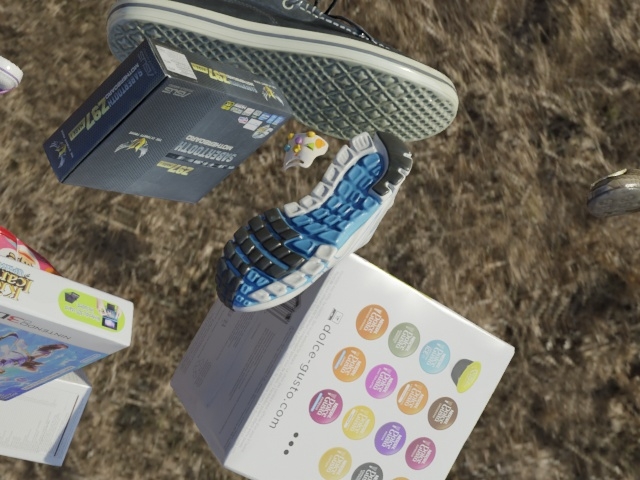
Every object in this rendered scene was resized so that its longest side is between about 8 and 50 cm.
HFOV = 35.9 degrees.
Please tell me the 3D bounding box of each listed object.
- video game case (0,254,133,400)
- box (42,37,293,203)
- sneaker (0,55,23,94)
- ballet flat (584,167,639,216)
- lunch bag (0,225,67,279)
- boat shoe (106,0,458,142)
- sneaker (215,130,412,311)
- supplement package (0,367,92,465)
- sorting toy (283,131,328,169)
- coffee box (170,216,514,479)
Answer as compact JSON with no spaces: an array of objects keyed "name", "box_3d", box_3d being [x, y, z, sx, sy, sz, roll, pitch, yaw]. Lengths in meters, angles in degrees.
[{"name":"video game case","box_3d":[-0.395,0.102,1.132,0.269,0.061,0.244,-26,143,36]},{"name":"box","box_3d":[-0.166,-0.126,1.121,0.183,0.059,0.233,-38,157,24]},{"name":"sneaker","box_3d":[-0.665,-0.256,1.854,0.282,0.161,0.102,-6,151,45]},{"name":"ballet flat","box_3d":[0.396,-0.067,1.230,0.084,0.250,0.058,-23,76,40]},{"name":"lunch bag","box_3d":[-0.534,0.130,1.593,0.258,0.120,0.293,-31,132,11]},{"name":"boat shoe","box_3d":[-0.040,-0.269,1.380,0.500,0.156,0.187,15,147,-8]},{"name":"sneaker","box_3d":[0.000,0.000,0.779,0.191,0.071,0.083,-38,155,-20]},{"name":"supplement package","box_3d":[-0.486,0.223,1.460,0.244,0.134,0.139,20,96,-28]},{"name":"sorting toy","box_3d":[-0.038,-0.160,1.831,0.083,0.075,0.045,-4,139,26]},{"name":"coffee box","box_3d":[0.021,0.198,1.524,0.334,0.338,0.337,30,88,-24]}]
